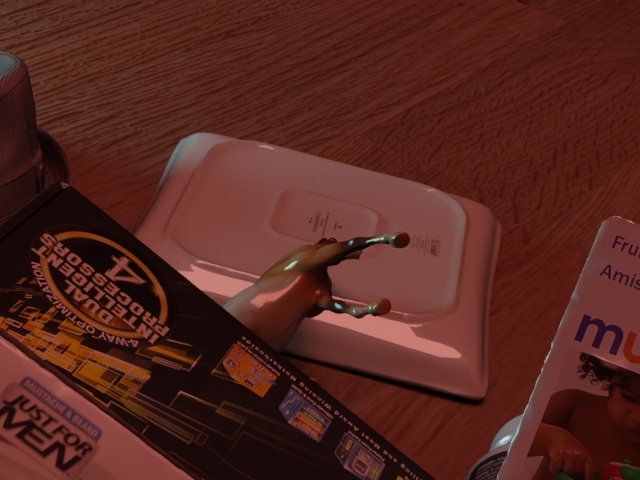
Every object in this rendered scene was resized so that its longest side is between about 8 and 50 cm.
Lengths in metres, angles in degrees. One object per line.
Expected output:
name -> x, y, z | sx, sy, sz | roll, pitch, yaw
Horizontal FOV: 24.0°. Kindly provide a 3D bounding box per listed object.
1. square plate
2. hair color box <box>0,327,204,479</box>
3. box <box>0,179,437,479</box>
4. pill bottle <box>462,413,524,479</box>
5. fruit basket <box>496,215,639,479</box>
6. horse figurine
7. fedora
square plate -> 0.000, 0.000, 1.401 | 0.344, 0.049, 0.347 | 14, 28, 2
hair color box -> -0.205, 0.199, 0.630 | 0.185, 0.339, 0.110 | 37, -13, 0
box -> -0.086, 0.170, 0.859 | 0.395, 0.097, 0.318 | 40, 32, -1
pill bottle -> 0.126, 0.180, 0.883 | 0.108, 0.108, 0.180 | 17, 30, 7
fruit basket -> 0.220, 0.196, 0.687 | 0.327, 0.353, 0.165 | 22, -6, 14
horse figurine -> -0.036, 0.071, 1.163 | 0.263, 0.066, 0.174 | -47, 25, -26
fedora -> -0.342, -0.103, 1.357 | 0.243, 0.124, 0.275 | 15, 28, 3
